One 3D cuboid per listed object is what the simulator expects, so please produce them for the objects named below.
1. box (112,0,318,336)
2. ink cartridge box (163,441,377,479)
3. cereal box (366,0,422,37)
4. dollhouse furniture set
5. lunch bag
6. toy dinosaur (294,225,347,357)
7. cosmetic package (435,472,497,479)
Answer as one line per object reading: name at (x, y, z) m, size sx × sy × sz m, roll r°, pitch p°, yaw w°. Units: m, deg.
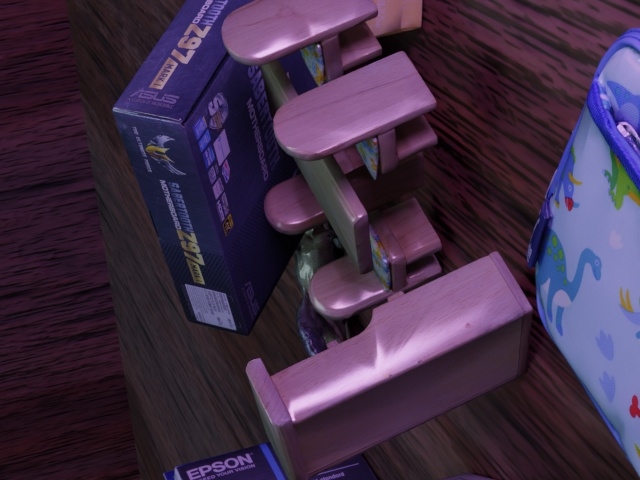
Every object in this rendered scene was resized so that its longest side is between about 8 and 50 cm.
box at (-0.059, -0.072, 1.031) m, size 0.232 × 0.059 × 0.183 m, roll 79°, pitch -149°, yaw -48°
ink cartridge box at (-0.022, 0.252, 1.219) m, size 0.332 × 0.165 × 0.065 m, roll -131°, pitch 32°, yaw -57°
cereal box at (0.004, -0.266, 0.948) m, size 0.240 × 0.047 × 0.173 m, roll -121°, pitch 23°, yaw -48°
dollhouse furniture set at (0.000, 0.000, 0.883) m, size 0.242 × 0.161 × 0.212 m, roll 61°, pitch 171°, yaw 27°
lunch bag at (0.169, 0.029, 0.547) m, size 0.176 × 0.090 × 0.219 m, roll 103°, pitch 150°, yaw -50°
toy dinosaur at (0.003, 0.061, 1.182) m, size 0.118 × 0.064 × 0.268 m, roll -111°, pitch 11°, yaw -81°
cosmetic package at (0.086, 0.222, 0.843) m, size 0.309 × 0.160 × 0.113 m, roll 164°, pitch 94°, yaw -75°
